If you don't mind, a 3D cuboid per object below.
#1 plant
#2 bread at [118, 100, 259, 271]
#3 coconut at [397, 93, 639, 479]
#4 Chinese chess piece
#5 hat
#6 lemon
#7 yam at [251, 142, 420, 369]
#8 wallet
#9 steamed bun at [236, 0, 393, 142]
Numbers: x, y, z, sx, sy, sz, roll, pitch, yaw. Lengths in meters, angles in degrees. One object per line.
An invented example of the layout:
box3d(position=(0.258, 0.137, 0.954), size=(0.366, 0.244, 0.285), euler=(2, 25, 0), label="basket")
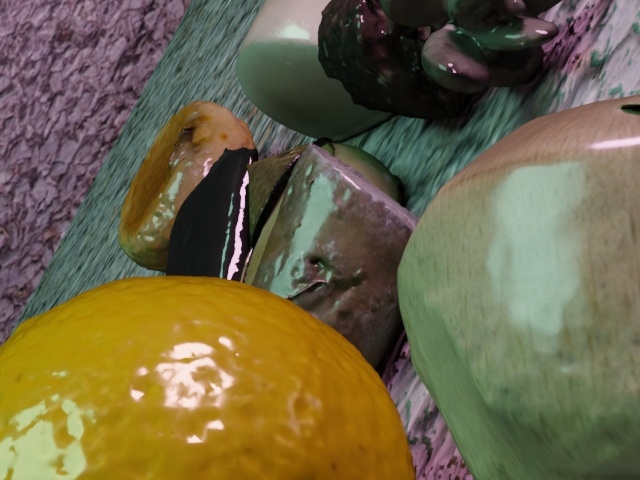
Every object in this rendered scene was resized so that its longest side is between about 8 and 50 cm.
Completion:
box3d(position=(0.103, -0.186, 1.028), size=(0.146, 0.149, 0.274), euler=(-62, 21, -5), label="plant")
box3d(position=(-0.162, -0.060, 1.563), size=(0.244, 0.134, 0.244), euler=(-46, 25, 29), label="bread")
box3d(position=(0.139, 0.030, 0.534), size=(0.224, 0.224, 0.224), euler=(-50, 21, 27), label="coconut")
box3d(position=(0.000, 0.000, 1.130), size=(0.188, 0.083, 0.188), euler=(-54, 19, 28), label="Chinese chess piece")
box3d(position=(-0.052, -0.061, 1.261), size=(0.146, 0.067, 0.146), euler=(-50, -17, -21), label="hat")
box3d(position=(-0.093, 0.184, 0.727), size=(0.336, 0.336, 0.336), euler=(-50, 21, 27), label="lemon")
box3d(position=(-0.016, 0.086, 0.956), size=(0.330, 0.133, 0.133), euler=(-66, 19, -9), label="yam")
box3d(position=(-0.134, 0.087, 1.294), size=(0.197, 0.051, 0.377), euler=(-37, 40, 50), label="wallet")
box3d(position=(0.010, -0.211, 1.284), size=(0.146, 0.164, 0.242), euler=(-65, 18, -18), label="steamed bun")
